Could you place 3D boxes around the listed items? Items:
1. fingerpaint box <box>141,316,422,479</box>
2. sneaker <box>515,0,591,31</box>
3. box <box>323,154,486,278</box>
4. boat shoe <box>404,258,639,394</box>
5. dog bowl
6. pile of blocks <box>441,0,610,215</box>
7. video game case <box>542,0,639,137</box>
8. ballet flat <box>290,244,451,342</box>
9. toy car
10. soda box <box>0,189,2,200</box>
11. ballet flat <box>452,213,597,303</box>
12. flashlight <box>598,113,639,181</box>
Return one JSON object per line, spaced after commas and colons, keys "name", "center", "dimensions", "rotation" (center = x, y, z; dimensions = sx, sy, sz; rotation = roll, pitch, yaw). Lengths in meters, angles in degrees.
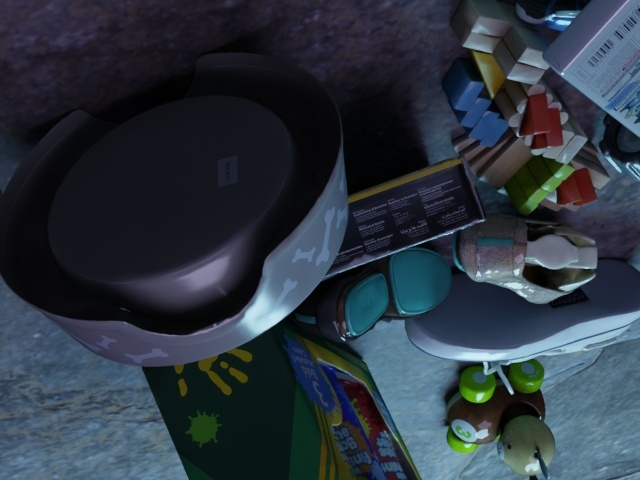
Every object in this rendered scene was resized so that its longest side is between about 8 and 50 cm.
{"name": "fingerpaint box", "center": [0.012, 0.301, 1.542], "dimensions": [0.163, 0.371, 0.445], "rotation": [-29, 159, 9]}
{"name": "sneaker", "center": [0.304, -0.237, 1.404], "dimensions": [0.211, 0.080, 0.081], "rotation": [-2, 133, -20]}
{"name": "box", "center": [0.000, 0.000, 1.423], "dimensions": [0.322, 0.079, 0.257], "rotation": [-19, 179, -2]}
{"name": "boat shoe", "center": [0.263, 0.122, 1.753], "dimensions": [0.367, 0.135, 0.156], "rotation": [-10, 142, -28]}
{"name": "dog bowl", "center": [-0.132, -0.029, 1.251], "dimensions": [0.349, 0.348, 0.102], "rotation": [-23, 134, 2]}
{"name": "pile of blocks", "center": [0.226, -0.117, 1.476], "dimensions": [0.149, 0.112, 0.362], "rotation": [-30, 139, 9]}
{"name": "video game case", "center": [0.399, -0.263, 1.347], "dimensions": [0.329, 0.036, 0.300], "rotation": [-49, 151, 14]}
{"name": "ballet flat", "center": [0.056, 0.056, 1.564], "dimensions": [0.096, 0.095, 0.280], "rotation": [-2, -175, 32]}
{"name": "toy car", "center": [0.276, 0.291, 1.883], "dimensions": [0.149, 0.188, 0.155], "rotation": [-9, 138, -15]}
{"name": "soda box", "center": [-0.402, -0.051, 1.312], "dimensions": [0.058, 0.063, 0.183], "rotation": [-38, 138, 18]}
{"name": "ballet flat", "center": [0.272, 0.023, 1.581], "dimensions": [0.106, 0.107, 0.316], "rotation": [-4, 176, 32]}
{"name": "flashlight", "center": [0.461, -0.070, 1.629], "dimensions": [0.304, 0.103, 0.103], "rotation": [35, 87, -40]}
